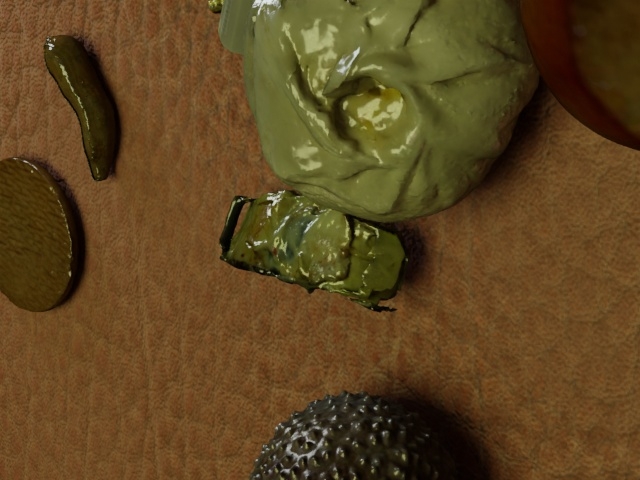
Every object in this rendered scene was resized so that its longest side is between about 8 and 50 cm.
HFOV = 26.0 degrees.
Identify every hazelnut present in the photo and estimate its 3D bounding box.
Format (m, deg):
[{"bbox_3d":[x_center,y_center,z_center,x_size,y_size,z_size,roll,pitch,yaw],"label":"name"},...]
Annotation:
[{"bbox_3d":[0.335,-0.259,1.251,0.366,0.366,0.365,12,108,41],"label":"hazelnut"}]

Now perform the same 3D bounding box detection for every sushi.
[{"bbox_3d":[-0.004,-0.002,1.768,0.291,0.131,0.139,15,87,47],"label":"sushi"}]

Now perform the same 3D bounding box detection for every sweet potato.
[{"bbox_3d":[-0.352,-0.206,2.084,0.081,0.062,0.233,-24,86,59],"label":"sweet potato"}]

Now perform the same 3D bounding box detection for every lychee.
[{"bbox_3d":[0.030,0.331,1.697,0.300,0.300,0.300,12,108,41],"label":"lychee"}]

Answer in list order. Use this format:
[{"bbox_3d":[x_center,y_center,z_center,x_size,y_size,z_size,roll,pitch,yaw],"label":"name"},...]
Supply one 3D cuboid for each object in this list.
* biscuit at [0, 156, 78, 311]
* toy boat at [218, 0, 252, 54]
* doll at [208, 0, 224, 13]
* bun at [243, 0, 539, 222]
[{"bbox_3d":[-0.473,-0.009,2.256,0.262,0.037,0.262,11,107,41],"label":"biscuit"},{"bbox_3d":[-0.039,-0.351,1.715,0.141,0.141,0.269,34,121,33],"label":"toy boat"},{"bbox_3d":[-0.121,-0.402,1.806,0.129,0.081,0.207,-4,95,25],"label":"doll"},{"bbox_3d":[0.051,-0.186,1.561,0.365,0.219,0.365,8,107,28],"label":"bun"}]
